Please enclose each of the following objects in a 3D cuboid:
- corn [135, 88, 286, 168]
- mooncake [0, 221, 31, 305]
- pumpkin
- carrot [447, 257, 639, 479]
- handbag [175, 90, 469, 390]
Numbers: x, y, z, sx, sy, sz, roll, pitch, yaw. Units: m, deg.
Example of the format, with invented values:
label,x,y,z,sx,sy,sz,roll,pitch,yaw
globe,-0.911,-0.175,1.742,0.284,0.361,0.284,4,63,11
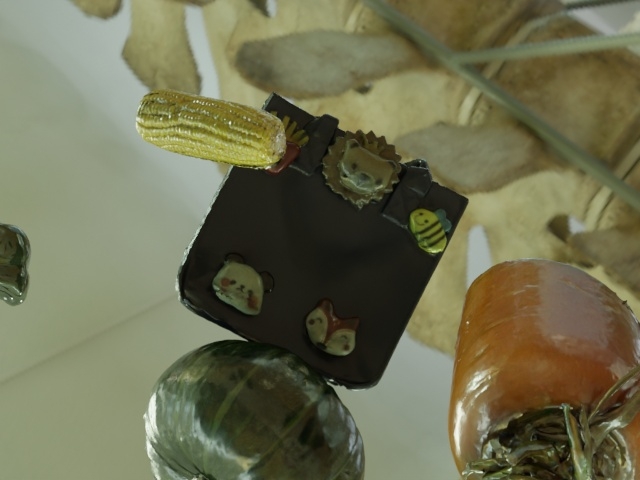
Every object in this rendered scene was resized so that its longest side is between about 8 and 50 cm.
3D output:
label,x,y,z,sx,sy,sz,roll,pitch,yaw
corn,-0.117,-0.119,1.174,0.203,0.072,0.072,15,-152,38
mooncake,-0.496,0.038,1.556,0.175,0.104,0.168,-38,-81,-21
pumpkin,-0.085,0.258,1.376,0.300,0.300,0.207,37,-133,9
carrot,0.222,0.158,1.024,0.214,0.193,0.331,-7,-154,19
handbag,0.000,0.000,1.443,0.303,0.329,0.122,28,177,-8
